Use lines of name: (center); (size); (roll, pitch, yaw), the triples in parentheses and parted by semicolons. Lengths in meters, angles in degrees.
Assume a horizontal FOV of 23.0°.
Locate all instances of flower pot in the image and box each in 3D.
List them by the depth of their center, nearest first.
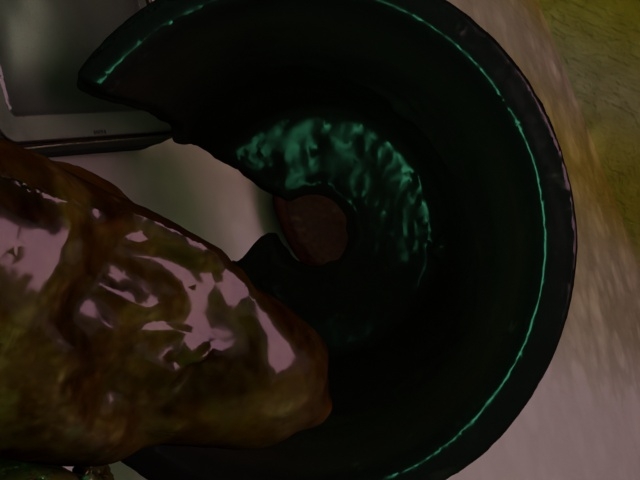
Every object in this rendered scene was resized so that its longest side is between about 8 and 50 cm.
flower pot: (0.000, 0.000, 1.159); (0.251, 0.379, 0.379); (-6, 82, -86)

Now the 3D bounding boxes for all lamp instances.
lamp: (-0.203, -0.192, 1.132); (0.269, 0.047, 0.266); (-14, 90, -67)

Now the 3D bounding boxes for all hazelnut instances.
hazelnut: (0.020, -0.035, 1.461); (0.143, 0.143, 0.154); (-47, 128, -63)

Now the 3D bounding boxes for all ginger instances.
ginger: (-0.206, 0.019, 0.837); (0.418, 0.254, 0.176); (18, 89, -42)

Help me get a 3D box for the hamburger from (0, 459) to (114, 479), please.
hamburger: (-0.172, 0.177, 0.850); (0.185, 0.159, 0.131); (-43, 114, -43)
